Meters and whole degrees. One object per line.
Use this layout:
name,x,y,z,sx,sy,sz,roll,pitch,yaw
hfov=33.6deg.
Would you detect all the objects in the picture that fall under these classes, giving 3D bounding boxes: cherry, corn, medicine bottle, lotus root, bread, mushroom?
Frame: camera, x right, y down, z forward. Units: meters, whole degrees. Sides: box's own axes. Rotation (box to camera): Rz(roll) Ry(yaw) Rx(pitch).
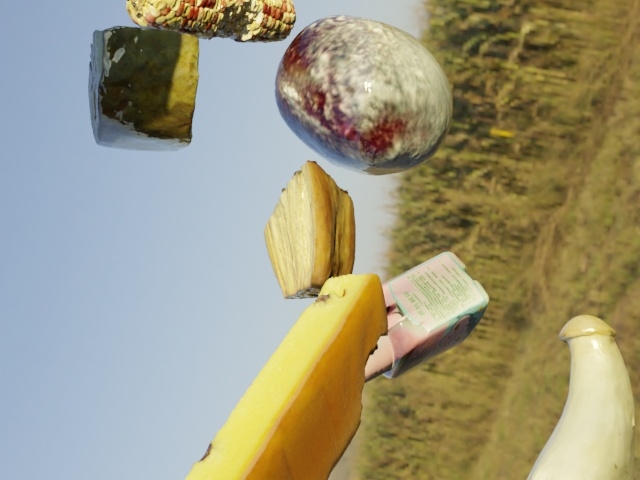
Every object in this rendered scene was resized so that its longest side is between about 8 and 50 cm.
cherry,0.064,-0.202,1.509,0.218,0.255,0.296,-57,31,12
corn,-0.149,-0.338,1.555,0.290,0.098,0.098,1,-77,-41
medicine bottle,0.101,0.103,1.297,0.188,0.094,0.119,-25,-24,-28
lotus root,-0.219,-0.180,1.294,0.235,0.119,0.138,155,112,-72
bread,-0.017,0.122,0.692,0.226,0.049,0.088,-53,-40,-40
lotus root,-0.002,0.003,1.192,0.159,0.095,0.135,131,136,-63
mushroom,0.279,0.207,1.119,0.103,0.118,0.270,-23,34,44
